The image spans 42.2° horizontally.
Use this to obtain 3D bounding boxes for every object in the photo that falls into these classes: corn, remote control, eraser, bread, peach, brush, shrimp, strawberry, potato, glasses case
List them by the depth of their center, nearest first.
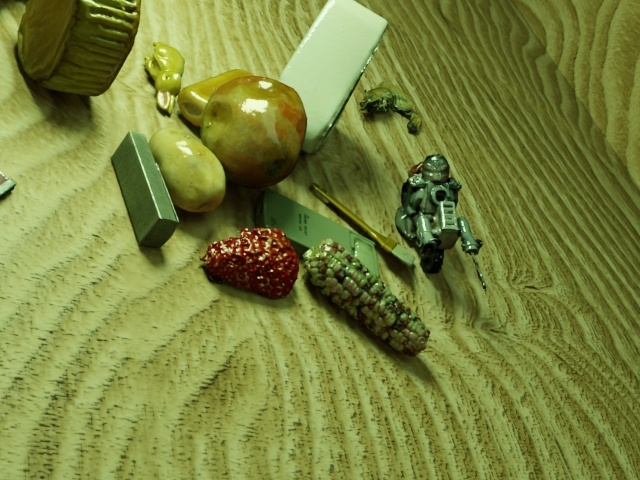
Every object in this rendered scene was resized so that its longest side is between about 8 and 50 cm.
[{"bbox_3d":[-0.295,-0.087,1.391,0.047,0.071,0.205,11,42,-43],"label":"glasses case"},{"bbox_3d":[-0.109,0.034,1.428,0.188,0.082,0.121,6,49,-45],"label":"strawberry"},{"bbox_3d":[-0.419,-0.387,1.452,0.142,0.253,0.227,13,39,-40],"label":"bread"},{"bbox_3d":[-0.238,-0.128,1.461,0.118,0.109,0.178,-23,61,-26],"label":"potato"},{"bbox_3d":[0.084,0.106,1.532,0.280,0.092,0.092,40,33,-6],"label":"corn"},{"bbox_3d":[-0.121,-0.189,1.553,0.214,0.214,0.235,22,27,-26],"label":"peach"},{"bbox_3d":[0.000,0.000,1.620,0.285,0.038,0.123,25,37,-27],"label":"remote control"},{"bbox_3d":[-0.206,-0.295,1.720,0.092,0.074,0.239,33,31,10],"label":"bread"},{"bbox_3d":[0.088,-0.036,1.746,0.272,0.013,0.103,39,13,4],"label":"brush"},{"bbox_3d":[-0.010,-0.321,1.767,0.150,0.331,0.331,29,34,-2],"label":"eraser"},{"bbox_3d":[0.192,-0.346,2.203,0.169,0.058,0.296,45,30,3],"label":"shrimp"}]

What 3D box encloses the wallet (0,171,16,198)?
[{"bbox_3d":[-0.540,-0.063,1.157,0.119,0.025,0.232,36,32,-5],"label":"wallet"}]

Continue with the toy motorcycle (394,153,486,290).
[{"bbox_3d":[0.250,-0.040,1.763,0.134,0.207,0.401,4,45,-13],"label":"toy motorcycle"}]

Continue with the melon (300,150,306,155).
[{"bbox_3d":[-0.105,-0.217,1.776,0.261,0.053,0.114,7,27,-46],"label":"melon"}]

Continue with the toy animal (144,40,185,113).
[{"bbox_3d":[-0.303,-0.321,1.664,0.083,0.070,0.159,13,47,-33],"label":"toy animal"}]
